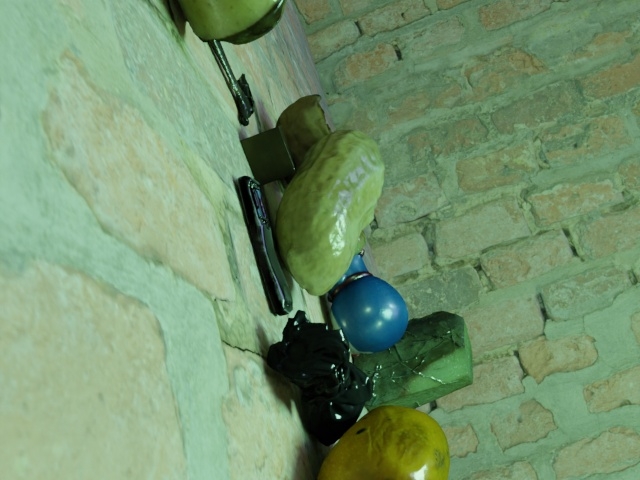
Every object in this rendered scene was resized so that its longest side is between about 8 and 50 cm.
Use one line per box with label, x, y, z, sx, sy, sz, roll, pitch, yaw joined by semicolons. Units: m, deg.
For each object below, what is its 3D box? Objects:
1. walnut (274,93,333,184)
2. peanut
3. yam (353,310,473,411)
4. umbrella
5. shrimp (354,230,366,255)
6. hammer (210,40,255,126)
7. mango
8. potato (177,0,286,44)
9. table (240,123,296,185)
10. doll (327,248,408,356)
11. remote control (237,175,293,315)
walnut;-0.022;-0.183;1.430;0.238;0.141;0.204;21;-45;54
peanut;0.013;-0.064;1.213;0.340;0.158;0.174;-58;164;-45
yam;0.220;0.279;1.628;0.202;0.271;0.202;66;9;-59
umbrella;0.010;0.198;0.966;0.272;0.110;0.122;68;7;-57
shrimp;0.000;0.001;1.343;0.267;0.145;0.061;-45;161;-58
hammer;-0.176;-0.336;1.166;0.125;0.026;0.297;-98;166;-51
mango;0.085;0.302;0.934;0.144;0.187;0.359;50;4;8
potato;-0.146;-0.439;0.981;0.242;0.242;0.286;60;39;-55
table;-0.085;-0.150;1.201;0.082;0.070;0.083;-80;150;-73
doll;0.066;0.114;1.442;0.257;0.161;0.215;57;14;28
remote control;-0.080;0.007;1.025;0.059;0.028;0.212;39;33;-78
